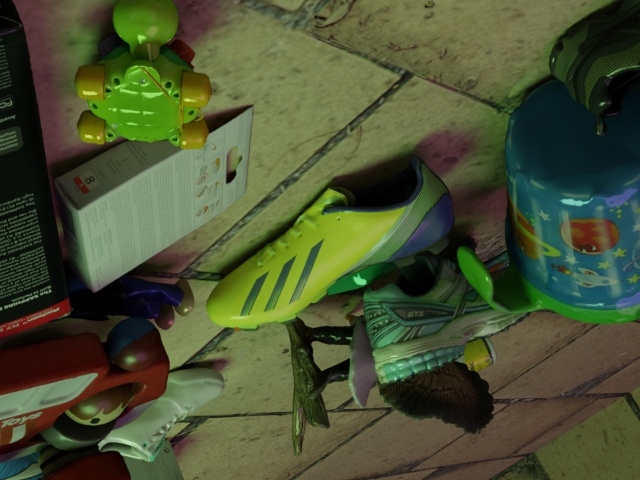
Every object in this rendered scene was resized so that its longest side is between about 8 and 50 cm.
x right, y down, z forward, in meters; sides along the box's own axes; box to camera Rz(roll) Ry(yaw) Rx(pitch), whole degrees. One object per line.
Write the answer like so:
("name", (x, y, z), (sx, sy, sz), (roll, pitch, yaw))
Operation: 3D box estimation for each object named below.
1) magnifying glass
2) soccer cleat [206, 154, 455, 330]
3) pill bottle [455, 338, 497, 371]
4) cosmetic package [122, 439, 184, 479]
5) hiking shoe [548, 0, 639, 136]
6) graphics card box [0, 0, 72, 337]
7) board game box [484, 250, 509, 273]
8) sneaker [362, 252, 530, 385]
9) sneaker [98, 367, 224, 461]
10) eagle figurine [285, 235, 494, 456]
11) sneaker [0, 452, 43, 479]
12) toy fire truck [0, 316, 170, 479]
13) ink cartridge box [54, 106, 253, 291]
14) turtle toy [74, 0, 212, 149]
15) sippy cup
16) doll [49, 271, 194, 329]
("magnifying glass", (-0.002, 0.049, 1.200), (0.231, 0.026, 0.092), (-27, -163, 15))
("soccer cleat", (0.000, -0.001, 1.102), (0.289, 0.093, 0.121), (-24, 125, 5))
("pill bottle", (0.224, 0.194, 1.701), (0.116, 0.065, 0.065), (-23, 155, -7))
("cosmetic package", (-0.407, 0.437, 1.516), (0.284, 0.097, 0.377), (0, 144, -41))
("hiking shoe", (0.334, -0.197, 0.981), (0.227, 0.114, 0.086), (-40, 153, 27))
("graphics card box", (-0.305, -0.027, 0.705), (0.233, 0.094, 0.371), (-18, 156, -17))
("board game box", (0.264, 0.075, 1.526), (0.210, 0.047, 0.160), (-32, 155, 10))
("sneaker", (0.154, 0.062, 1.205), (0.110, 0.122, 0.283), (-20, -178, 41))
("sneaker", (-0.210, 0.227, 1.298), (0.212, 0.094, 0.080), (-14, 151, -26))
("eagle figurine", (0.101, 0.130, 1.321), (0.298, 0.225, 0.226), (-7, 140, -16))
("sneaker", (-0.375, 0.292, 1.197), (0.130, 0.147, 0.330), (-39, 152, 25))
("toy fire truck", (-0.268, 0.161, 0.982), (0.302, 0.169, 0.254), (-8, 156, -44))
("ink cartridge box", (-0.144, -0.046, 0.916), (0.179, 0.045, 0.145), (-37, 160, -24))
("turtle toy", (-0.124, -0.119, 0.735), (0.095, 0.066, 0.130), (3, 146, -8))
("sippy cup", (0.298, -0.060, 1.115), (0.240, 0.305, 0.224), (12, 156, 26))
("doll", (-0.217, 0.053, 1.007), (0.189, 0.046, 0.129), (6, 149, -41))
